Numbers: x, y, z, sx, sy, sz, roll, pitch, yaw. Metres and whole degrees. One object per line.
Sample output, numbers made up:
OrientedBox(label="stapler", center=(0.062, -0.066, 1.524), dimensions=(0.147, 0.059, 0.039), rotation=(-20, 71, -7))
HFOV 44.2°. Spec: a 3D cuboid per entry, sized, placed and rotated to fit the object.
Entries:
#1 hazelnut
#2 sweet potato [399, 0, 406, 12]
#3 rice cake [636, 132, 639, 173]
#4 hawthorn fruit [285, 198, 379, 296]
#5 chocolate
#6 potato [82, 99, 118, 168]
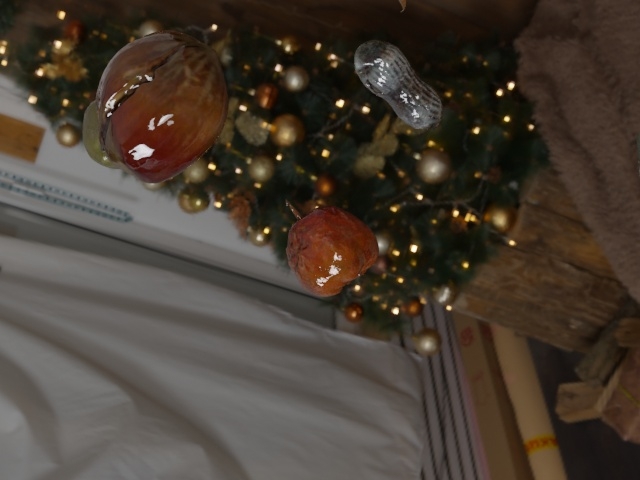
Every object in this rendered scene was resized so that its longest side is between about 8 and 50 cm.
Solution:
OrientedBox(label="hazelnut", center=(-0.235, -0.202, 1.152), dimensions=(0.212, 0.181, 0.181), rotation=(56, 144, 22))
OrientedBox(label="sweet potato", center=(0.220, -0.722, 2.198), dimensions=(0.195, 0.056, 0.056), rotation=(75, -164, -51))
OrientedBox(label="rice cake", center=(0.678, -0.178, 1.638), dimensions=(0.207, 0.033, 0.033), rotation=(-58, -45, -56))
OrientedBox(label="hawthorn fruit", center=(0.000, 0.000, 1.788), dimensions=(0.207, 0.243, 0.207), rotation=(-40, -3, -2))
OrientedBox(label="chocolate", center=(0.170, -0.336, 1.699), dimensions=(0.110, 0.248, 0.110), rotation=(-35, 29, 23))
OrientedBox(label="potato", center=(-0.464, -0.245, 1.797), dimensions=(0.159, 0.174, 0.251), rotation=(-30, 19, 11))
